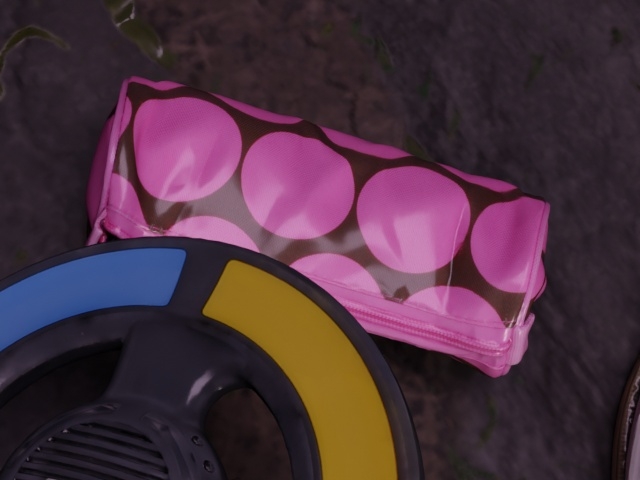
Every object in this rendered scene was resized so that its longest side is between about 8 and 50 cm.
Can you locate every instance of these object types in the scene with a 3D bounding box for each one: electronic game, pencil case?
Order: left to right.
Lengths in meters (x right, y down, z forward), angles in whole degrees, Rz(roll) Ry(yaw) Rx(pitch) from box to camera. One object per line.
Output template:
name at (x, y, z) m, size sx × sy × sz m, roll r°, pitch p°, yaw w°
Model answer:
electronic game at (-0.076, 0.098, 0.470) m, size 0.229 × 0.048 × 0.229 m, roll -7°, pitch 57°, yaw 11°
pencil case at (0.000, 0.000, 0.591) m, size 0.209 × 0.095 × 0.098 m, roll 13°, pitch 28°, yaw -7°

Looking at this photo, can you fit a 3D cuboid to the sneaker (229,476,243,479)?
sneaker at (-0.042, 0.202, 0.506) m, size 0.118 × 0.083 × 0.222 m, roll -15°, pitch 73°, yaw -20°

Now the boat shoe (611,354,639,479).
boat shoe at (0.220, 0.040, 0.607) m, size 0.113 × 0.103 × 0.302 m, roll 23°, pitch 75°, yaw 2°
